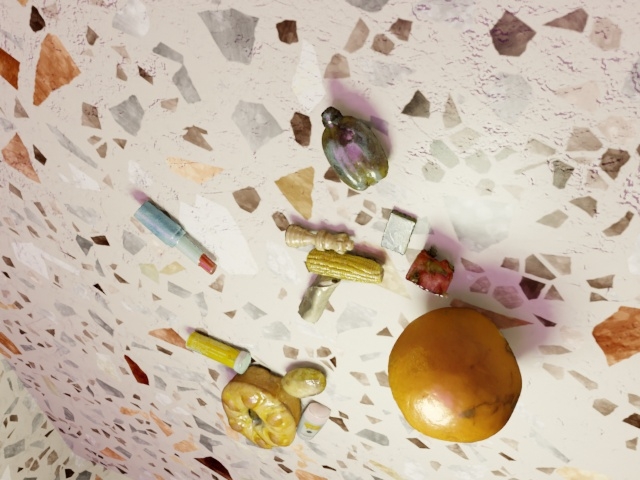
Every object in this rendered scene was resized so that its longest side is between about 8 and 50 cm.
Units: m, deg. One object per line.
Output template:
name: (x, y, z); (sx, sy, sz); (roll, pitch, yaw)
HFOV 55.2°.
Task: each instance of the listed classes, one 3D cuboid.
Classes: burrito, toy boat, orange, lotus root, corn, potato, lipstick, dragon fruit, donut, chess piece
burrito: (-0.005, 0.144, 1.613); (0.060, 0.087, 0.226); (2, 141, -24)
toy boat: (0.176, -0.016, 1.388); (0.063, 0.016, 0.115); (24, 137, 11)
orange: (0.304, 0.309, 1.400); (0.311, 0.312, 0.312); (17, 136, 17)
lotus root: (0.062, -0.188, 1.243); (0.113, 0.088, 0.192); (-25, 114, 26)
corn: (0.059, 0.063, 1.493); (0.202, 0.072, 0.072); (11, 134, 23)
potato: (-0.051, 0.444, 1.919); (0.107, 0.080, 0.170); (47, 132, -14)
lipstick: (-0.400, -0.001, 1.725); (0.274, 0.061, 0.068); (41, 136, -8)
dragon fruit: (0.253, 0.069, 1.366); (0.102, 0.096, 0.147); (32, -178, 7)
donut: (-0.200, 0.570, 2.080); (0.299, 0.150, 0.317); (42, 139, -10)
chess piece: (0.000, 0.000, 1.484); (0.171, 0.060, 0.060); (10, 134, 24)

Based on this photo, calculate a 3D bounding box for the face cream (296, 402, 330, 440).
face cream: (-0.029, 0.622, 2.092); (0.084, 0.057, 0.198); (18, 139, -3)

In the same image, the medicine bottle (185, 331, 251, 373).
medicine bottle: (-0.342, 0.370, 2.038); (0.218, 0.074, 0.074); (20, 137, 17)
